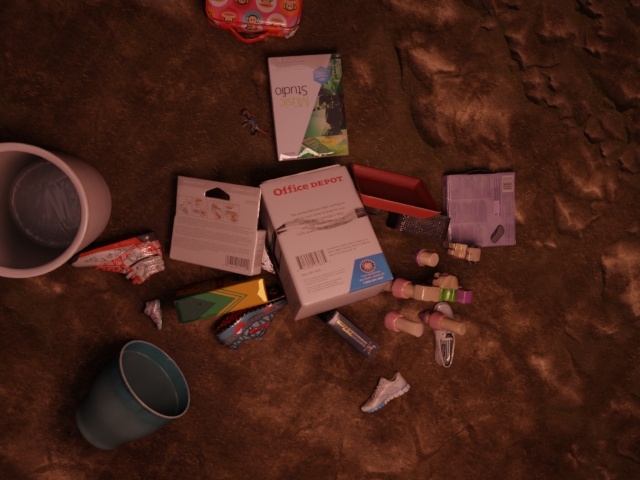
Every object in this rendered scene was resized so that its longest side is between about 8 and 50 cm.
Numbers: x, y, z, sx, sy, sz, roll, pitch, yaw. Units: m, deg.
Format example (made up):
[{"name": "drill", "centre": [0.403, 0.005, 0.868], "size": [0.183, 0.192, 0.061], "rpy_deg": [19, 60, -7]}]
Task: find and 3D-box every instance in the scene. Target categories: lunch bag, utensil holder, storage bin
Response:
[{"name": "lunch bag", "centre": [-0.199, -0.724, 1.690], "size": [0.293, 0.120, 0.258], "rpy_deg": [5, 96, -11]}, {"name": "utensil holder", "centre": [-0.761, -0.091, 1.529], "size": [0.328, 0.385, 0.327], "rpy_deg": [-1, 96, -11]}, {"name": "storage bin", "centre": [0.322, -0.060, 1.859], "size": [0.180, 0.122, 0.084], "rpy_deg": [13, 94, -11]}]

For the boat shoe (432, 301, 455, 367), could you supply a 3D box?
[{"name": "boat shoe", "centre": [0.437, 0.327, 1.949], "size": [0.083, 0.076, 0.226], "rpy_deg": [-7, 98, -10]}]

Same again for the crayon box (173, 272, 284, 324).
[{"name": "crayon box", "centre": [-0.281, 0.160, 1.740], "size": [0.319, 0.202, 0.081], "rpy_deg": [-14, 99, -9]}]

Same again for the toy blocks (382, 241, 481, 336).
[{"name": "toy blocks", "centre": [0.319, 0.139, 1.841], "size": [0.289, 0.260, 0.308], "rpy_deg": [7, 94, -39]}]

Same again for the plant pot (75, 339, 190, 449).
[{"name": "plant pot", "centre": [-0.584, 0.486, 1.707], "size": [0.255, 0.271, 0.271], "rpy_deg": [-39, 102, 12]}]

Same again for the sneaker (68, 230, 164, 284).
[{"name": "sneaker", "centre": [-0.617, 0.077, 1.725], "size": [0.270, 0.090, 0.145], "rpy_deg": [-18, 97, -10]}]

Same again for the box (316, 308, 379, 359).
[{"name": "box", "centre": [0.074, 0.276, 1.799], "size": [0.183, 0.233, 0.059], "rpy_deg": [40, 86, -13]}]

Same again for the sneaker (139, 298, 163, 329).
[{"name": "sneaker", "centre": [-0.537, 0.237, 1.787], "size": [0.069, 0.038, 0.098], "rpy_deg": [-5, 88, -8]}]

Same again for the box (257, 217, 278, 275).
[{"name": "box", "centre": [-0.171, -0.002, 1.819], "size": [0.191, 0.045, 0.184], "rpy_deg": [25, 93, -12]}]

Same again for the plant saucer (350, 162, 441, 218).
[{"name": "plant saucer", "centre": [0.224, -0.151, 1.779], "size": [0.259, 0.258, 0.047], "rpy_deg": [12, 117, -12]}]

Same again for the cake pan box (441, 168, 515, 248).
[{"name": "cake pan box", "centre": [0.539, -0.109, 1.922], "size": [0.246, 0.070, 0.266], "rpy_deg": [-5, 98, -11]}]

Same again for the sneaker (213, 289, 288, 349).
[{"name": "sneaker", "centre": [-0.210, 0.259, 1.831], "size": [0.262, 0.104, 0.125], "rpy_deg": [-30, 118, -1]}]

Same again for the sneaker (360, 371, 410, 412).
[{"name": "sneaker", "centre": [0.210, 0.520, 1.943], "size": [0.191, 0.071, 0.083], "rpy_deg": [-31, 95, -14]}]

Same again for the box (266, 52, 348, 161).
[{"name": "box", "centre": [-0.040, -0.420, 1.786], "size": [0.232, 0.058, 0.322], "rpy_deg": [-7, 99, -9]}]

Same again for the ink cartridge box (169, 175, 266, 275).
[{"name": "ink cartridge box", "centre": [-0.307, -0.048, 1.704], "size": [0.296, 0.066, 0.261], "rpy_deg": [11, 97, 21]}]

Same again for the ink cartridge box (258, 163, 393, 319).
[{"name": "ink cartridge box", "centre": [0.000, 0.000, 1.689], "size": [0.286, 0.166, 0.394], "rpy_deg": [-14, 71, -18]}]

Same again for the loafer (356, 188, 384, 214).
[{"name": "loafer", "centre": [0.138, -0.128, 1.850], "size": [0.170, 0.061, 0.062], "rpy_deg": [23, 91, -13]}]

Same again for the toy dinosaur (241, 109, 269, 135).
[{"name": "toy dinosaur", "centre": [-0.217, -0.372, 1.780], "size": [0.090, 0.047, 0.082], "rpy_deg": [-13, 90, -42]}]
